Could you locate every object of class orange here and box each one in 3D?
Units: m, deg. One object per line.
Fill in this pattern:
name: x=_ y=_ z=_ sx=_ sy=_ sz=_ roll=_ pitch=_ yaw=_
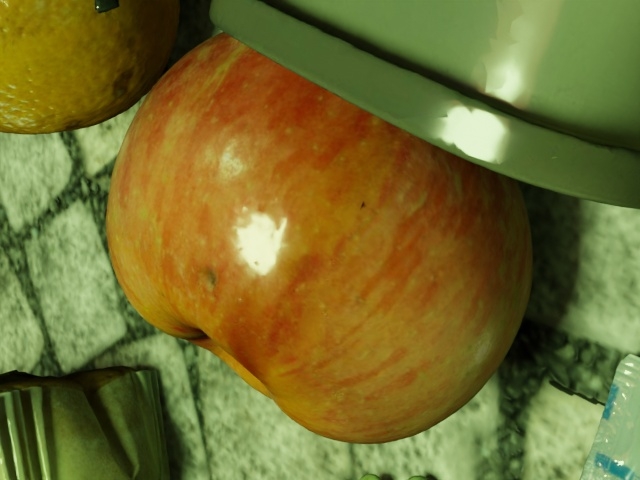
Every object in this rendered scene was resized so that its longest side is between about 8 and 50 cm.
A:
orange: x=-0.175 y=-0.169 z=0.856 sx=0.170 sy=0.224 sz=0.224 roll=-14 pitch=85 yaw=4

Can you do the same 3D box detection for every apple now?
apple: x=0.000 y=0.000 z=0.714 sx=0.209 sy=0.209 sz=0.164 roll=18 pitch=70 yaw=42

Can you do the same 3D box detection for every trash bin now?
trash bin: x=0.112 y=-0.167 z=0.572 sx=0.220 sy=0.219 sz=0.250 roll=31 pitch=111 yaw=35

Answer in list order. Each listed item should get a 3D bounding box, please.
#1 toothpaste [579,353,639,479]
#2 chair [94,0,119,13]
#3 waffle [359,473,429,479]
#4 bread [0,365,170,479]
toothpaste: x=0.221 y=0.165 z=0.621 sx=0.299 sy=0.073 sz=0.114 roll=35 pitch=121 yaw=44
chair: x=-0.032 y=-0.257 z=0.745 sx=0.158 sy=0.172 sz=0.247 roll=-9 pitch=97 yaw=47
waffle: x=0.036 y=0.224 z=0.831 sx=0.169 sy=0.036 sz=0.183 roll=-34 pitch=73 yaw=41
bread: x=-0.218 y=0.149 z=0.939 sx=0.210 sy=0.192 sz=0.110 roll=-24 pitch=80 yaw=28
